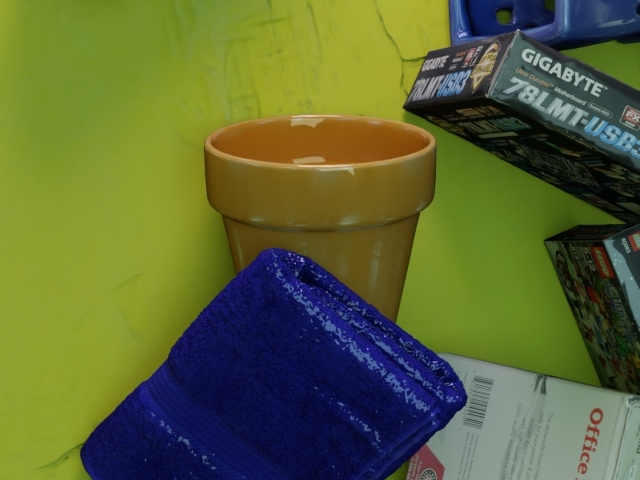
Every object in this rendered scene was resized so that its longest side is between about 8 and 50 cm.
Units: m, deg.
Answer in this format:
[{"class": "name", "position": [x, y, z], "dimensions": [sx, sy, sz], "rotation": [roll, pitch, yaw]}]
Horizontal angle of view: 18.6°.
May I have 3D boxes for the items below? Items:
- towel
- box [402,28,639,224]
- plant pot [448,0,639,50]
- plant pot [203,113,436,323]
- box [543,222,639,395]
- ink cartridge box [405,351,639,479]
[{"class": "towel", "position": [-0.047, 0.170, 1.705], "dimensions": [0.228, 0.076, 0.308], "rotation": [36, 119, -11]}, {"class": "box", "position": [0.245, -0.086, 1.737], "dimensions": [0.293, 0.295, 0.073], "rotation": [27, 86, -10]}, {"class": "plant pot", "position": [0.253, -0.287, 1.777], "dimensions": [0.212, 0.236, 0.236], "rotation": [-3, 91, -19]}, {"class": "plant pot", "position": [0.000, 0.000, 1.745], "dimensions": [0.205, 0.205, 0.188], "rotation": [-4, 106, -12]}, {"class": "box", "position": [0.294, 0.098, 1.817], "dimensions": [0.044, 0.159, 0.233], "rotation": [-24, 95, -12]}, {"class": "ink cartridge box", "position": [0.195, 0.199, 1.765], "dimensions": [0.092, 0.218, 0.158], "rotation": [16, 86, -48]}]
